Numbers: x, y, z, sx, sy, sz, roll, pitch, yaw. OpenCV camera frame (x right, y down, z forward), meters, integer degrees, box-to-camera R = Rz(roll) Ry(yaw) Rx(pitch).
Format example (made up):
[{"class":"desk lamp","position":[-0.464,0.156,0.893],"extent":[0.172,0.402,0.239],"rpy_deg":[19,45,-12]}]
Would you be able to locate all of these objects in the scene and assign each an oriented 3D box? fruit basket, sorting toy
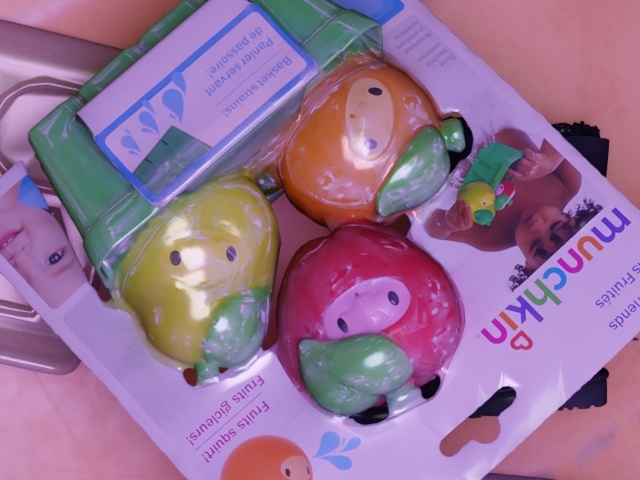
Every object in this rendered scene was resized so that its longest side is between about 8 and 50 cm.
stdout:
[{"class":"fruit basket","position":[0.000,0.000,1.207],"extent":[0.327,0.165,0.353],"rpy_deg":[-41,69,-9]},{"class":"sorting toy","position":[-0.197,-0.029,1.313],"extent":[0.307,0.041,0.229],"rpy_deg":[13,85,-10]}]

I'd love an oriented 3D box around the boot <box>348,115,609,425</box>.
[{"class":"boot","position":[0.084,0.018,1.330],"extent":[0.246,0.094,0.207],"rpy_deg":[-4,93,-13]}]

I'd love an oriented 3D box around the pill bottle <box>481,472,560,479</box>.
[{"class":"pill bottle","position":[0.090,0.358,1.272],"extent":[0.224,0.224,0.392],"rpy_deg":[3,90,-10]}]

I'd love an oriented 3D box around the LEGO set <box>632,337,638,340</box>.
[{"class":"LEGO set","position":[0.207,0.032,1.376],"extent":[0.023,0.054,0.083],"rpy_deg":[-9,62,-15]}]
